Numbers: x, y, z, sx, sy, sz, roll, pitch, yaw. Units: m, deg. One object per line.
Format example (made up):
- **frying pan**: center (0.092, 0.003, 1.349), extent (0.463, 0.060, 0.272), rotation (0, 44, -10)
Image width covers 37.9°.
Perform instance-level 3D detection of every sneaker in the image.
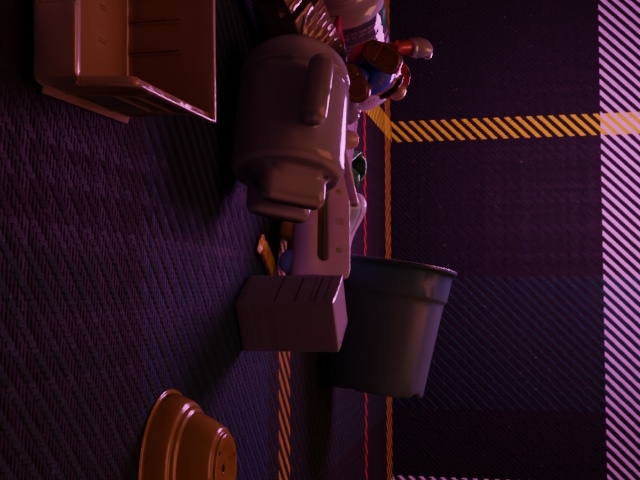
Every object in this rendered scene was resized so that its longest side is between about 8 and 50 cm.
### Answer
- **sneaker**: center (0.048, -0.176, 2.259), extent (0.295, 0.124, 0.109), rotation (-89, -177, -65)
- **sneaker**: center (0.000, -0.001, 2.219), extent (0.151, 0.094, 0.256), rotation (-1, 120, -38)

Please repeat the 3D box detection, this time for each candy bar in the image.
- **candy bar**: center (-0.100, 0.052, 1.842), extent (0.161, 0.018, 0.040), rotation (75, 22, -51)

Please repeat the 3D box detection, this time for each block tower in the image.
- **block tower**: center (-0.059, -0.440, 1.731), extent (0.097, 0.091, 0.335), rotation (-57, 144, -23)

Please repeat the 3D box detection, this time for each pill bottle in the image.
- **pill bottle**: center (0.054, -0.489, 2.157), extent (0.361, 0.204, 0.204), rotation (76, 18, -48)

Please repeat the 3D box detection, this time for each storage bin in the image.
- **storage bin**: center (-0.217, -0.282, 1.061), extent (0.260, 0.123, 0.262), rotation (8, 82, -78)

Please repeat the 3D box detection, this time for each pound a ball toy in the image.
- **pound a ball toy**: center (-0.009, -0.057, 1.922), extent (0.208, 0.136, 0.319), rotation (116, -22, -55)

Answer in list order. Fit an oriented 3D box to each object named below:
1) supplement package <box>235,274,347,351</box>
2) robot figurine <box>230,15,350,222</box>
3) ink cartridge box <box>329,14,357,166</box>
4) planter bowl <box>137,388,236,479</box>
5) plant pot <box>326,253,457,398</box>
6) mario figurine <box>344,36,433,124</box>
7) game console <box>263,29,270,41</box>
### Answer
- **supplement package**: center (-0.050, 0.131, 1.686), extent (0.105, 0.179, 0.105), rotation (-68, 155, -61)
- **robot figurine**: center (-0.051, -0.213, 1.652), extent (0.300, 0.200, 0.353), rotation (147, -49, -60)
- **ink cartridge box**: center (-0.007, -0.302, 2.039), extent (0.306, 0.131, 0.226), rotation (75, 19, -46)
- **planter bowl**: center (-0.173, 0.319, 1.310), extent (0.217, 0.090, 0.217), rotation (-1, 90, -79)
- **plant pot**: center (0.161, 0.224, 2.404), extent (0.341, 0.341, 0.334), rotation (26, 71, -77)
- **mario figurine**: center (0.136, -0.336, 1.944), extent (0.320, 0.198, 0.170), rotation (-47, 132, -75)
- **game console**: center (-0.071, -0.442, 1.877), extent (0.071, 0.107, 0.122), rotation (-48, -163, 36)
